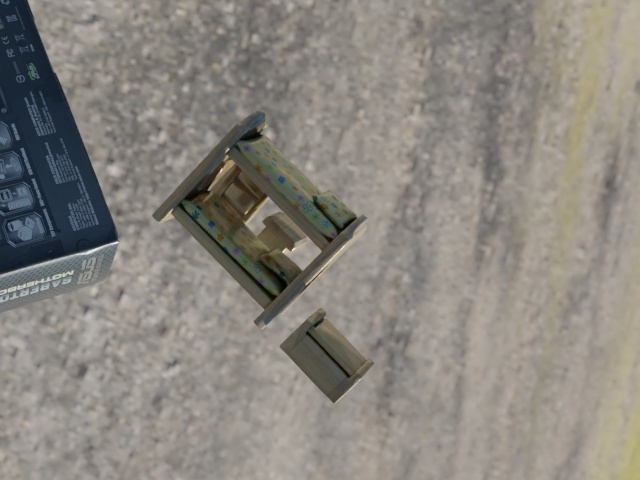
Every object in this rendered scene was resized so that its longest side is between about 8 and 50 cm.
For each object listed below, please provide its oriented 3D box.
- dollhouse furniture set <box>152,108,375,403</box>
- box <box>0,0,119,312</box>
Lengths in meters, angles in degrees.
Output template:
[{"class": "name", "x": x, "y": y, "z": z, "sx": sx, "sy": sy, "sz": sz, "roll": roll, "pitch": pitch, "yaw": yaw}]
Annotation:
[{"class": "dollhouse furniture set", "x": 0.000, "y": 0.000, "z": 1.028, "sx": 0.101, "sy": 0.182, "sz": 0.161, "roll": -45, "pitch": 176, "yaw": 17}, {"class": "box", "x": -0.227, "y": -0.066, "z": 0.710, "sx": 0.183, "sy": 0.232, "sz": 0.059, "roll": -17, "pitch": 163, "yaw": -23}]
